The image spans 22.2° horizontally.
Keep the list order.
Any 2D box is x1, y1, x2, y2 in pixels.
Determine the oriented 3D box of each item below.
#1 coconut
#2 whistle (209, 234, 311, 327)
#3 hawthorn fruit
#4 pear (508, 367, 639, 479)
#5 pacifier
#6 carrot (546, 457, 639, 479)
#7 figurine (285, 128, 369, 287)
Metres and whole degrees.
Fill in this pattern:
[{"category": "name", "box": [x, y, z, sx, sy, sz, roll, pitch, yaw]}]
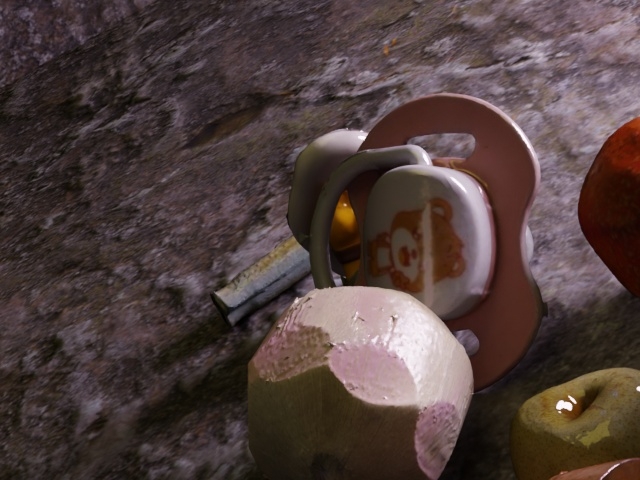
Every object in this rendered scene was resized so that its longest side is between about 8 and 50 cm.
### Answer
[{"category": "coconut", "box": [0.030, 0.166, 1.649, 0.227, 0.227, 0.230, -13, 25, 30]}, {"category": "whistle", "box": [0.001, 0.001, 2.130, 0.326, 0.057, 0.068, -34, 31, -9]}, {"category": "hawthorn fruit", "box": [0.366, -0.042, 1.712, 0.205, 0.205, 0.253, -31, 22, -1]}, {"category": "pear", "box": [0.258, 0.194, 1.484, 0.167, 0.137, 0.167, -24, 25, 12]}, {"category": "pacifier", "box": [0.143, 0.005, 1.802, 0.273, 0.332, 0.220, 0, -3, -23]}, {"category": "carrot", "box": [0.171, 0.282, 1.381, 0.254, 0.196, 0.196, -10, 34, 42]}, {"category": "figurine", "box": [0.051, 0.001, 1.931, 0.166, 0.250, 0.141, -22, 48, 8]}]
